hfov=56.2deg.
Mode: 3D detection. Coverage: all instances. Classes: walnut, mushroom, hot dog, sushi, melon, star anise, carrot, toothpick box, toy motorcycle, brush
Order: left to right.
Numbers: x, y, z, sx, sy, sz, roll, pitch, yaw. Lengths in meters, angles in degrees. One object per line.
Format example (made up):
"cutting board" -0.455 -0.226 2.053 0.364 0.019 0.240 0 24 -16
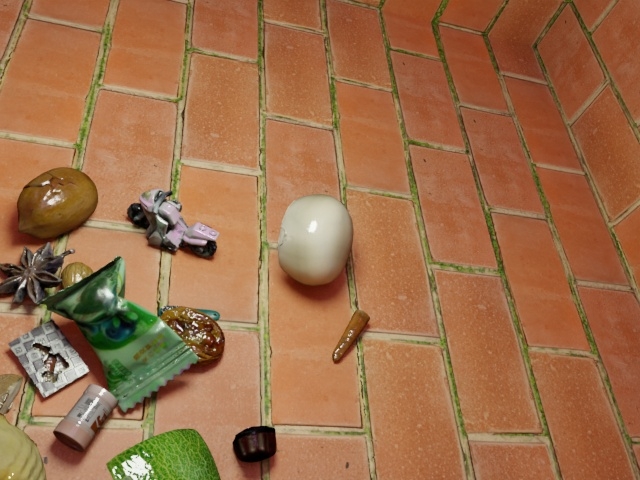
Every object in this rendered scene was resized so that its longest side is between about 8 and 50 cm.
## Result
"mushroom" -0.864 0.436 1.569 0.094 0.072 0.210 15 52 1
"star anise" -0.845 0.096 1.789 0.262 0.081 0.230 -27 50 -8
"sushi" -0.773 0.334 1.704 0.139 0.031 0.201 -31 74 -35
"walnut" -0.842 -0.118 1.898 0.203 0.203 0.298 32 43 3
"walnut" -0.741 0.125 1.825 0.105 0.105 0.124 10 47 -14
"toothpick box" -0.630 0.476 1.612 0.098 0.098 0.149 29 50 1
"melon" -0.372 0.685 1.519 0.343 0.226 0.331 51 12 19
"toy motorcycle" -0.488 -0.061 1.995 0.327 0.188 0.143 26 44 -1
"hot dog" -0.399 0.295 1.833 0.227 0.099 0.160 19 55 -10
"brush" -0.416 0.230 1.914 0.193 0.032 0.043 5 54 -16
"carrot" 0.096 0.327 2.028 0.061 0.061 0.209 33 55 5

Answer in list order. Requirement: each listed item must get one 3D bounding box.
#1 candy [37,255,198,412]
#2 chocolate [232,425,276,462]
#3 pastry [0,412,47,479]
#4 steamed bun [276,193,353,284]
"candy" -0.567 0.263 1.705 0.263 0.172 0.398 -37 87 -3
"chocolate" -0.189 0.583 1.689 0.125 0.148 0.080 -25 62 8
"pastry" -0.814 0.563 1.331 0.388 0.312 0.388 -7 102 -32
"steamed bun" 0.000 0.000 2.052 0.206 0.324 0.324 10 48 20
